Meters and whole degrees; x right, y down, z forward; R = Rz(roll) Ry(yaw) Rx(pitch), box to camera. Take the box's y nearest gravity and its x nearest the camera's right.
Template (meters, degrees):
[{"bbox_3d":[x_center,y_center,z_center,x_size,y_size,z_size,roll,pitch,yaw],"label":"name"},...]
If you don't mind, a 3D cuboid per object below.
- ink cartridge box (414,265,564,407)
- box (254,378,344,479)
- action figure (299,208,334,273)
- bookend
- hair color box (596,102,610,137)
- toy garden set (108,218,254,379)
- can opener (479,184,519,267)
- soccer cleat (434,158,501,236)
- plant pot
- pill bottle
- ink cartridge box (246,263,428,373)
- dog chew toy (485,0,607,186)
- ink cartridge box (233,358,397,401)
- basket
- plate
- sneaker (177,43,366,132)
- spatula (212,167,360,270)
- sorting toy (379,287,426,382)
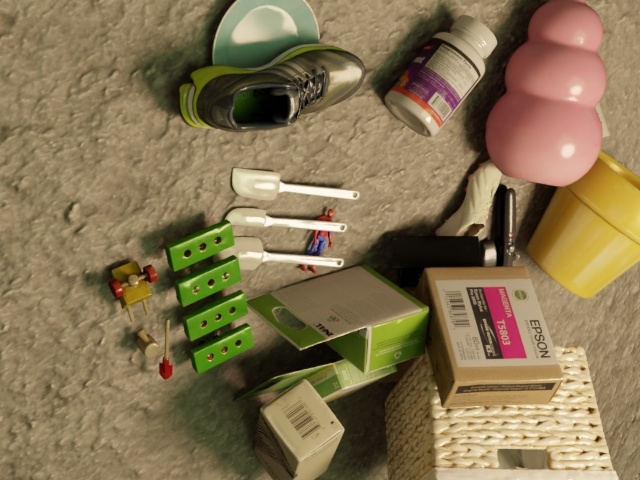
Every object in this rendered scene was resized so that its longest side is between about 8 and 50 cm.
[{"bbox_3d":[0.278,0.158,1.682,0.193,0.234,0.088,-2,141,-12],"label":"ink cartridge box"},{"bbox_3d":[-0.042,0.337,1.684,0.094,0.113,0.275,-32,160,-20],"label":"box"},{"bbox_3d":[0.000,0.000,1.698,0.038,0.030,0.115,13,101,-35],"label":"action figure"},{"bbox_3d":[0.204,0.066,1.818,0.157,0.072,0.156,1,141,0],"label":"bookend"},{"bbox_3d":[0.490,-0.253,1.895,0.072,0.043,0.141,-19,91,-29],"label":"hair color box"},{"bbox_3d":[-0.219,0.102,1.568,0.204,0.049,0.244,-25,126,-25],"label":"toy garden set"},{"bbox_3d":[0.355,-0.015,1.937,0.073,0.059,0.186,-10,117,-33],"label":"can opener"},{"bbox_3d":[0.289,-0.060,1.854,0.068,0.076,0.196,34,88,-42],"label":"soccer cleat"},{"bbox_3d":[0.542,-0.025,1.968,0.254,0.254,0.239,19,115,-41],"label":"plant pot"},{"bbox_3d":[0.204,-0.276,1.666,0.193,0.108,0.108,-51,132,-6],"label":"pill bottle"},{"bbox_3d":[0.023,0.143,1.676,0.255,0.189,0.097,-15,120,-30],"label":"ink cartridge box"},{"bbox_3d":[0.413,-0.268,1.777,0.207,0.207,0.331,5,100,-39],"label":"dog chew toy"},{"bbox_3d":[-0.009,0.252,1.725,0.235,0.171,0.056,-13,75,-34],"label":"ink cartridge box"},{"bbox_3d":[0.303,0.364,1.807,0.328,0.266,0.331,3,151,-10],"label":"basket"},{"bbox_3d":[-0.084,-0.288,1.498,0.188,0.024,0.188,-17,120,-31],"label":"plate"},{"bbox_3d":[-0.051,-0.210,1.462,0.300,0.121,0.111,-21,123,-28],"label":"sneaker"},{"bbox_3d":[-0.052,-0.026,1.639,0.242,0.019,0.168,5,102,-32],"label":"spatula"},{"bbox_3d":[0.203,0.181,1.936,0.208,0.038,0.193,6,107,-34],"label":"sorting toy"}]
